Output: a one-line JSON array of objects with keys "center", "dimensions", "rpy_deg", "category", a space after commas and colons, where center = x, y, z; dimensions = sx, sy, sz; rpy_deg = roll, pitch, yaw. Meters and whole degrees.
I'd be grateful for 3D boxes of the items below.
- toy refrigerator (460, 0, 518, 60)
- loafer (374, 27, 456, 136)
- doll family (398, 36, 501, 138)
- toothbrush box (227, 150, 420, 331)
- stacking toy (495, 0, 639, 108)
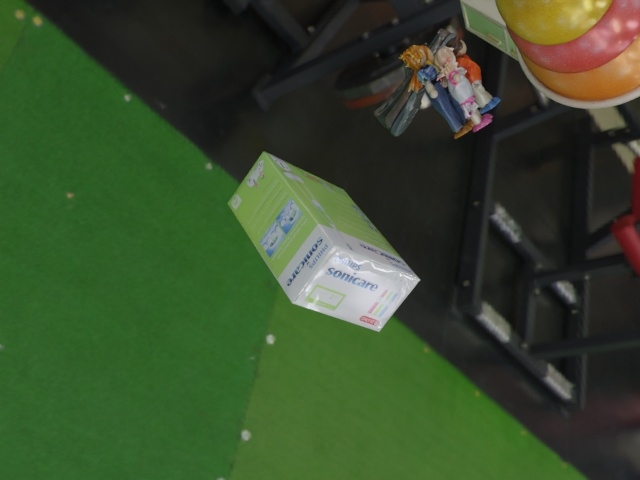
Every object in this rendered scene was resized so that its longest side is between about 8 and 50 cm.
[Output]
[{"center": [0.474, -0.540, 2.185], "dimensions": [0.094, 0.269, 0.102], "rpy_deg": [-38, 141, -9], "category": "toy refrigerator"}, {"center": [0.197, -0.351, 1.884], "dimensions": [0.084, 0.268, 0.096], "rpy_deg": [37, 36, 12], "category": "loafer"}, {"center": [0.198, -0.253, 1.420], "dimensions": [0.163, 0.118, 0.263], "rpy_deg": [56, 21, -7], "category": "doll family"}, {"center": [0.000, 0.000, 1.443], "dimensions": [0.206, 0.122, 0.283], "rpy_deg": [22, 20, -42], "category": "toothbrush box"}, {"center": [0.409, -0.438, 1.466], "dimensions": [0.479, 0.350, 0.351], "rpy_deg": [9, 71, -53], "category": "stacking toy"}]
